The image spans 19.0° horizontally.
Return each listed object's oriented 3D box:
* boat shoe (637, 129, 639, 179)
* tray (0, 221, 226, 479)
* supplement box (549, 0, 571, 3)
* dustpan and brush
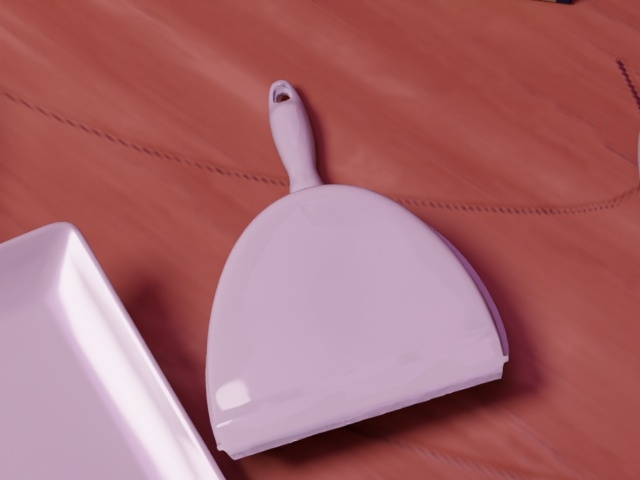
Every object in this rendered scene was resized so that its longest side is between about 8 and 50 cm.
[{"bbox_3d":[0.221,0.007,0.894,0.065,0.075,0.206,-1,44,-36],"label":"boat shoe"},{"bbox_3d":[-0.115,0.128,0.877,0.145,0.030,0.270,-24,71,-25],"label":"tray"},{"bbox_3d":[0.092,-0.173,0.995,0.083,0.083,0.056,10,66,19],"label":"supplement box"},{"bbox_3d":[0.000,0.000,0.953,0.147,0.060,0.211,-17,67,4],"label":"dustpan and brush"}]
